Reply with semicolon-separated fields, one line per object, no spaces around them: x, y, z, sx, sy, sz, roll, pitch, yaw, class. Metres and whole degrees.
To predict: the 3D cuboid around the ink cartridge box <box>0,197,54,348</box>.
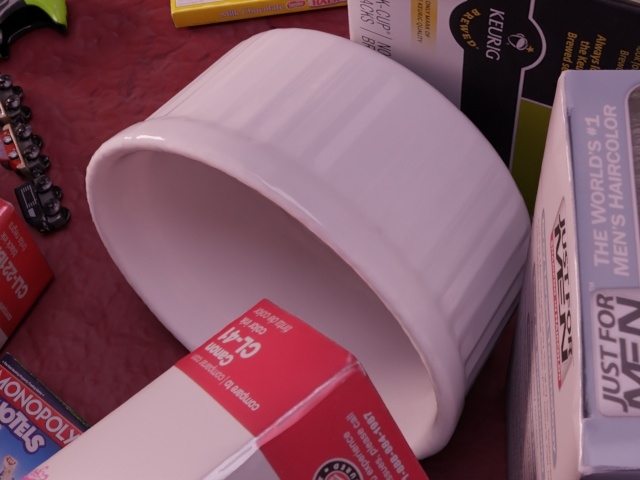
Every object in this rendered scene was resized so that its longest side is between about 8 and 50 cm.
-0.354;0.066;0.862;0.197;0.114;0.273;25;68;17;ink cartridge box

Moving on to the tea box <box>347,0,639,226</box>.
0.205;-0.126;0.795;0.323;0.329;0.220;21;65;14;tea box

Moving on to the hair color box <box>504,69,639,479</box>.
0.165;0.092;0.654;0.114;0.374;0.185;0;62;5;hair color box

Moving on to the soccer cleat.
-0.299;-0.182;1.026;0.179;0.060;0.072;-16;74;-4;soccer cleat

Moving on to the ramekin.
0.000;0.000;0.784;0.277;0.277;0.135;31;62;19;ramekin

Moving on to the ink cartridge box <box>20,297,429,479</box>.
-0.075;0.215;0.684;0.306;0.226;0.131;-35;28;-13;ink cartridge box

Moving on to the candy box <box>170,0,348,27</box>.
-0.026;-0.240;1.047;0.206;0.027;0.105;-7;59;1;candy box

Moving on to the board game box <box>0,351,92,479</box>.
-0.173;0.175;0.819;0.194;0.060;0.194;38;70;22;board game box

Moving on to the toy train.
-0.238;-0.071;0.978;0.036;0.027;0.158;-28;63;2;toy train
